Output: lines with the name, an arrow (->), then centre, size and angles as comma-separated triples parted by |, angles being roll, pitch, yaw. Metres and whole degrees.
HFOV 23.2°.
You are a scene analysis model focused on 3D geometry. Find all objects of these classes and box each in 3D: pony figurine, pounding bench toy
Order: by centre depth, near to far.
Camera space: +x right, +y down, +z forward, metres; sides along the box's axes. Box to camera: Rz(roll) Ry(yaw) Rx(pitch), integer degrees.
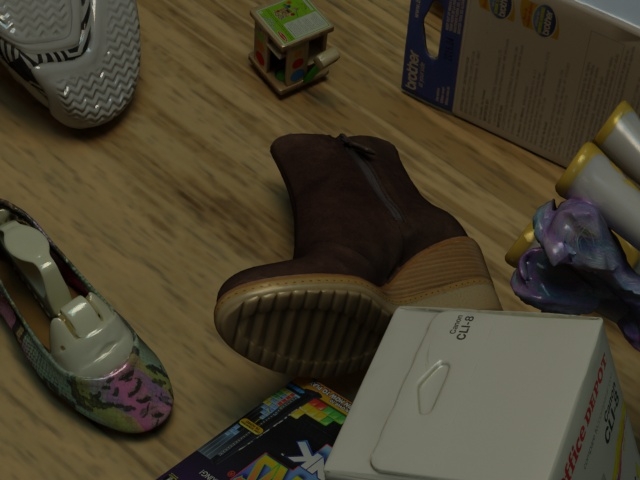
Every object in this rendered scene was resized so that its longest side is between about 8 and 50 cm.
pony figurine -> 0.300, 0.073, 1.018 | 0.363, 0.303, 0.351 | 37, 21, 7
pounding bench toy -> -0.017, -0.155, 1.309 | 0.052, 0.065, 0.083 | -26, 58, -22

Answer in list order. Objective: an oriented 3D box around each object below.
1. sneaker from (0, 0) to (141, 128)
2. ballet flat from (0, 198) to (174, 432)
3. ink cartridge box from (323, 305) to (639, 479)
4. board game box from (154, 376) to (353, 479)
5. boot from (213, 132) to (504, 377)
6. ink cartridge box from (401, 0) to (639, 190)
sneaker -> -0.301, -0.240, 1.318 | 0.137, 0.210, 0.365 | -38, 98, -35
ballet flat -> -0.189, 0.049, 1.131 | 0.077, 0.079, 0.221 | -32, 60, -26
ink cartridge box -> 0.101, 0.141, 0.872 | 0.127, 0.176, 0.128 | 1, 44, 28
board game box -> -0.006, 0.172, 1.029 | 0.141, 0.048, 0.170 | -34, 39, -28
boot -> 0.000, 0.000, 1.151 | 0.248, 0.090, 0.207 | 1, 41, -34
ink cartridge box -> 0.215, -0.131, 1.228 | 0.311, 0.185, 0.065 | 25, 58, 16
